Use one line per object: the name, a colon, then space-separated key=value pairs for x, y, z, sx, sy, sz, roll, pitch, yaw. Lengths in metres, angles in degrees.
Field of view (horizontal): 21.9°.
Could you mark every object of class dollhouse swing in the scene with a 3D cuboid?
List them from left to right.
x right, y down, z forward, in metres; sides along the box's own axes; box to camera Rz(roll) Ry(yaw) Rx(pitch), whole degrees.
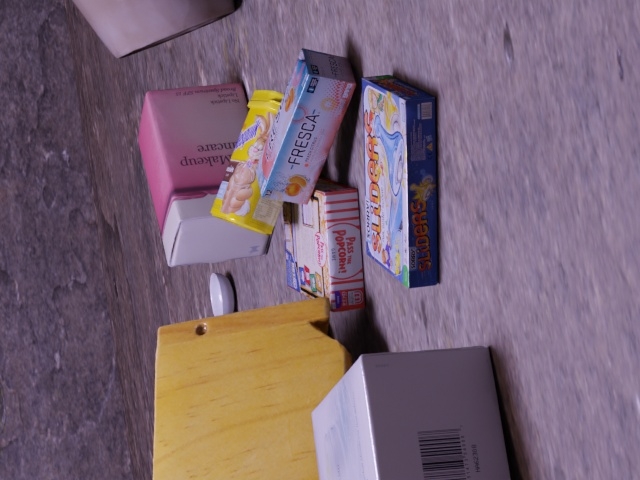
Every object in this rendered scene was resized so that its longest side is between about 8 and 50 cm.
dollhouse swing: x=-0.065 y=0.305 z=2.026 sx=0.305 sy=0.315 sz=0.346 roll=51 pitch=-148 yaw=-57

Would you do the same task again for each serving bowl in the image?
serving bowl: x=-0.154 y=0.092 z=2.650 sx=0.083 sy=0.027 sz=0.083 roll=174 pitch=90 yaw=-74

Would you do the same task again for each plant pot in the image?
plant pot: x=-0.263 y=-0.425 z=2.393 sx=0.280 sy=0.323 sz=0.323 roll=68 pitch=165 yaw=-7

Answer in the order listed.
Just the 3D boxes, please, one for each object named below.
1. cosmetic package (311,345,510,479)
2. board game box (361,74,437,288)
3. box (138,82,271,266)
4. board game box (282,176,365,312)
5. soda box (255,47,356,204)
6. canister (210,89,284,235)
cosmetic package: x=0.089 y=0.246 z=1.660 sx=0.224 sy=0.138 sz=0.224 roll=120 pitch=145 yaw=-66
board game box: x=0.083 y=-0.065 z=1.754 sx=0.136 sy=0.035 sz=0.201 roll=-140 pitch=45 yaw=-67
box: x=-0.166 y=-0.096 z=2.393 sx=0.127 sy=0.149 sz=0.232 roll=109 pitch=149 yaw=-55
board game box: x=0.000 y=0.000 z=2.050 sx=0.193 sy=0.045 sz=0.146 roll=-153 pitch=58 yaw=-71
soda box: x=-0.019 y=-0.132 z=1.949 sx=0.058 sy=0.063 sz=0.183 roll=-104 pitch=30 yaw=-50
canister: x=-0.072 y=-0.098 z=2.081 sx=0.170 sy=0.073 sz=0.126 roll=-69 pitch=19 yaw=-2
